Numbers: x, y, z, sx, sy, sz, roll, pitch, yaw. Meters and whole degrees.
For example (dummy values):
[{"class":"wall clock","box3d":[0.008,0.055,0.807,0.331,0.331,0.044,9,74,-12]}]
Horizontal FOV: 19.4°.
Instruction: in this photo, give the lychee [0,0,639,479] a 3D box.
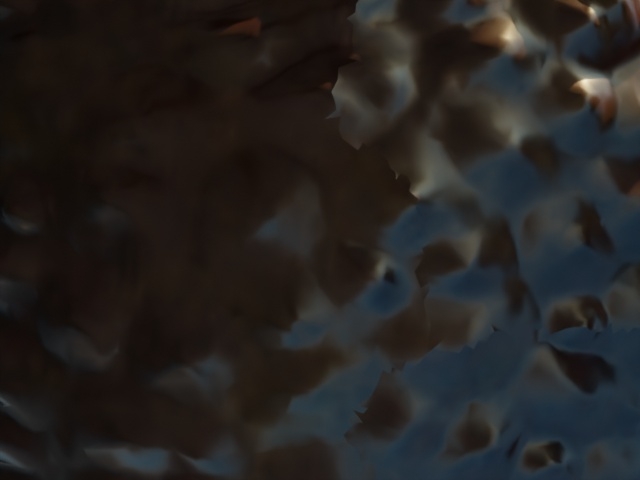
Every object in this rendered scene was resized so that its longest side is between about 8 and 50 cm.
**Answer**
[{"class":"lychee","box3d":[0.000,0.000,0.478,0.260,0.260,0.260,-39,-150,27]}]
